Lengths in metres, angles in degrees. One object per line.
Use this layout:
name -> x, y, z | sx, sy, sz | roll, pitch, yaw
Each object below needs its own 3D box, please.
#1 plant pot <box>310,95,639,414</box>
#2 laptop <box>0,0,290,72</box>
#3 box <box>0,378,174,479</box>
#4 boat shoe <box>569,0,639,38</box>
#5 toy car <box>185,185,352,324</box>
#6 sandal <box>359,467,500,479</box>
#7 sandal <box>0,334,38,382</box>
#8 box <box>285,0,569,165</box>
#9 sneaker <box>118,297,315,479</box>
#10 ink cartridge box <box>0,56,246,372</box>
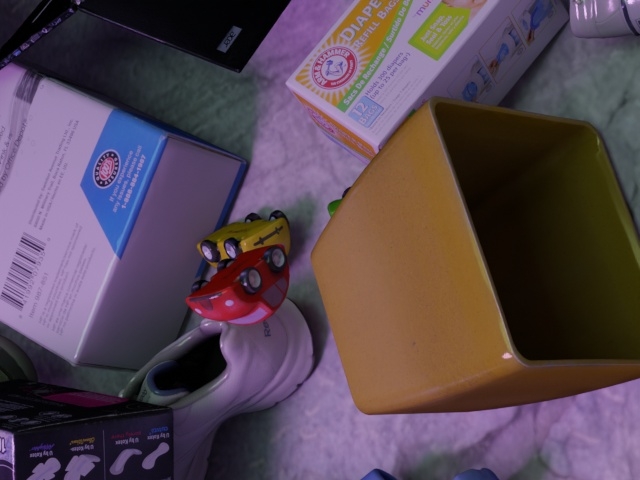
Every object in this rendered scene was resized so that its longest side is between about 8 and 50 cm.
plant pot -> 0.117, 0.034, 1.334 | 0.187, 0.212, 0.212 | -32, 66, 38
laptop -> -0.142, -0.226, 1.572 | 0.264, 0.136, 0.234 | -25, 26, 48
box -> -0.257, 0.206, 1.458 | 0.247, 0.163, 0.142 | 3, 95, 49
boat shoe -> 0.227, -0.292, 1.375 | 0.088, 0.096, 0.268 | -7, 87, 28
toy car -> 0.000, 0.000, 1.461 | 0.225, 0.239, 0.053 | -24, 103, 3
sandal -> 0.043, 0.251, 1.398 | 0.317, 0.126, 0.138 | -1, 74, 27
sandal -> -0.377, 0.101, 1.714 | 0.302, 0.120, 0.086 | 10, 51, 38
box -> 0.088, -0.154, 1.399 | 0.114, 0.103, 0.203 | 35, 83, 32
sneaker -> -0.140, 0.155, 1.521 | 0.297, 0.129, 0.111 | -50, 61, 18
ink cartridge box -> -0.252, -0.036, 1.625 | 0.307, 0.129, 0.223 | 26, 97, 35
